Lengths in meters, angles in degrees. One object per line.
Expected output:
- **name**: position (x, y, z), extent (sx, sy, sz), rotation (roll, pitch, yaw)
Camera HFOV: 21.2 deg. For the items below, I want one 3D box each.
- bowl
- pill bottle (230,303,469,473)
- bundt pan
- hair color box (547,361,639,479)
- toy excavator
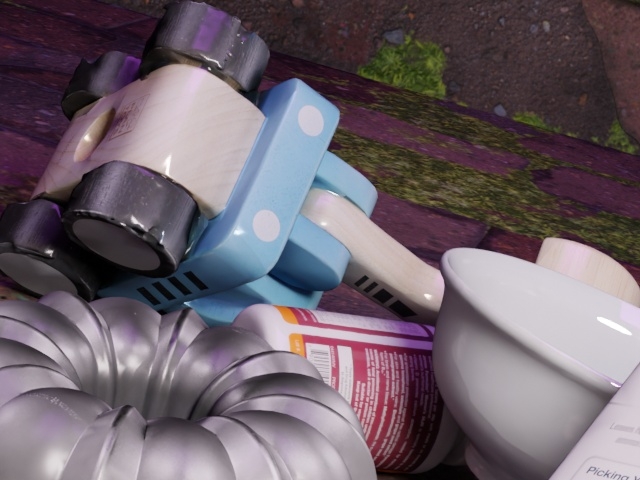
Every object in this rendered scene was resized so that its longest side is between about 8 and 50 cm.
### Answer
- **bowl**: position (0.196, 0.130, 1.246), extent (0.298, 0.134, 0.298), rotation (24, 12, -5)
- **pill bottle**: position (0.038, 0.121, 1.349), extent (0.221, 0.121, 0.121), rotation (9, 17, -24)
- **bundt pan**: position (-0.115, 0.127, 1.053), extent (0.331, 0.124, 0.331), rotation (13, 17, -4)
- **hair color box**: position (0.224, 0.149, 0.930), extent (0.347, 0.105, 0.174), rotation (-48, 28, -23)
- **toy excavator**: position (0.000, 0.000, 1.508), extent (0.445, 0.222, 0.433), rotation (34, -28, -25)
